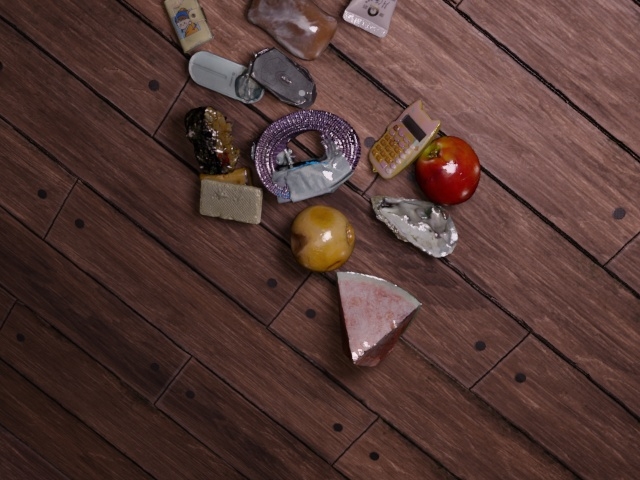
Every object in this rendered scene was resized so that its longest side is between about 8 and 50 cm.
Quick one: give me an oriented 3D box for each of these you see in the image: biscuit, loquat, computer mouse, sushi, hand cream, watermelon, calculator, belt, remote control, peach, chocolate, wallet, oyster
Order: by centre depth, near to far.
[{"bbox_3d":[0.176,-0.723,1.449,0.140,0.089,0.314,14,117,-21],"label":"hand cream"},{"bbox_3d":[0.366,-0.187,1.522,0.197,0.197,0.197,3,106,11],"label":"peach"},{"bbox_3d":[-0.089,-0.631,1.533,0.254,0.080,0.157,37,110,-1],"label":"chocolate"},{"bbox_3d":[0.236,-0.282,1.551,0.236,0.033,0.157,-45,51,21],"label":"calculator"},{"bbox_3d":[-0.114,-0.469,1.581,0.231,0.071,0.126,35,82,-3],"label":"computer mouse"},{"bbox_3d":[-0.395,-0.657,1.611,0.110,0.039,0.155,-19,102,17],"label":"wallet"},{"bbox_3d":[-0.038,-0.256,1.614,0.325,0.122,0.260,-14,96,12],"label":"belt"},{"bbox_3d":[0.284,-0.044,1.623,0.252,0.087,0.199,-4,96,5],"label":"oyster"},{"bbox_3d":[-0.280,-0.494,1.627,0.247,0.052,0.104,23,110,4],"label":"remote control"},{"bbox_3d":[-0.002,-0.004,1.637,0.213,0.213,0.213,3,106,11],"label":"loquat"},{"bbox_3d":[-0.323,-0.309,1.650,0.115,0.147,0.212,-7,114,19],"label":"sushi"},{"bbox_3d":[0.112,0.258,1.674,0.250,0.293,0.283,33,114,32],"label":"watermelon"},{"bbox_3d":[-0.283,-0.124,1.703,0.200,0.040,0.121,10,107,9],"label":"biscuit"},{"bbox_3d":[-0.300,-0.149,1.741,0.183,0.039,0.174,0,108,12],"label":"biscuit"}]
